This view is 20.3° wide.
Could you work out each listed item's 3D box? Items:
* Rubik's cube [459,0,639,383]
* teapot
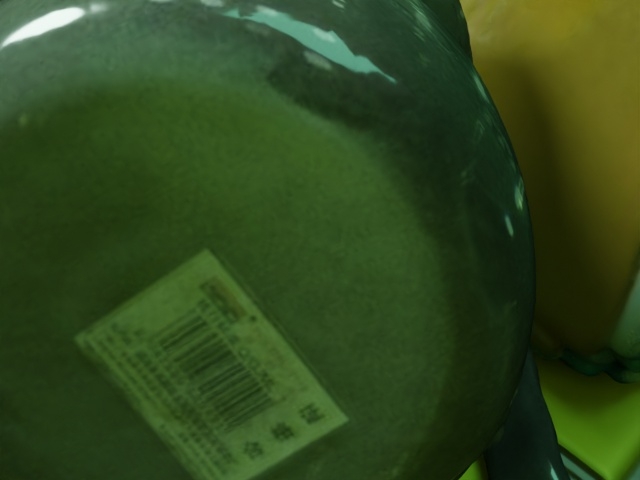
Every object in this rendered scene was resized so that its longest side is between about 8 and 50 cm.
[{"bbox_3d":[0.178,-0.181,0.904,0.352,0.347,0.351,44,36,21],"label":"Rubik's cube"},{"bbox_3d":[0.005,-0.021,0.695,0.305,0.223,0.285,22,27,-7],"label":"teapot"}]
